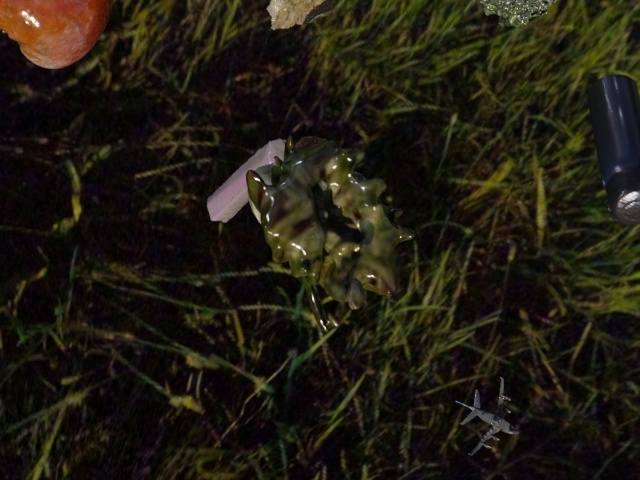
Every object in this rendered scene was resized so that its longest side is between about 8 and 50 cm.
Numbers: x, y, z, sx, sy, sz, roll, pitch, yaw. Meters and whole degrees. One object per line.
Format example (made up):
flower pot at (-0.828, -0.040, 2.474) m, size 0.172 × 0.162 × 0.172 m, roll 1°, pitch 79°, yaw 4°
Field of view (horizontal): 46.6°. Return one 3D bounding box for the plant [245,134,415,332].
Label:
plant at (-0.030, 0.015, 1.017) m, size 0.180 × 0.333 × 0.251 m, roll -24°, pitch 82°, yaw -31°

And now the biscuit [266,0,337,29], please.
biscuit at (-0.039, -0.534, 1.632) m, size 0.040 × 0.188 × 0.265 m, roll 58°, pitch 15°, yaw 10°

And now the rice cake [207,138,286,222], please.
rice cake at (-0.173, -0.133, 1.722) m, size 0.056 × 0.365 × 0.073 m, roll 2°, pitch 68°, yaw -35°

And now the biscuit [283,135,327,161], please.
biscuit at (-0.046, -0.149, 1.513) m, size 0.064 × 0.034 × 0.199 m, roll 15°, pitch 45°, yaw 19°

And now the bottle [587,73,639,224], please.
bottle at (0.417, -0.127, 1.028) m, size 0.072 × 0.082 × 0.244 m, roll 20°, pitch 47°, yaw -12°

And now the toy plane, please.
toy plane at (0.163, 0.169, 0.702) m, size 0.084 × 0.024 × 0.078 m, roll 32°, pitch 79°, yaw -29°

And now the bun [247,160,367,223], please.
bun at (-0.017, -0.058, 1.309) m, size 0.231 × 0.133 × 0.231 m, roll 3°, pitch 20°, yaw -1°

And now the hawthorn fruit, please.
hawthorn fruit at (-0.476, -0.430, 1.327) m, size 0.262 × 0.235 × 0.231 m, roll -13°, pitch 60°, yaw -12°

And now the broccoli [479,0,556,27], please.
broccoli at (0.258, -0.359, 0.932) m, size 0.167 × 0.154 × 0.160 m, roll 51°, pitch 53°, yaw -41°
